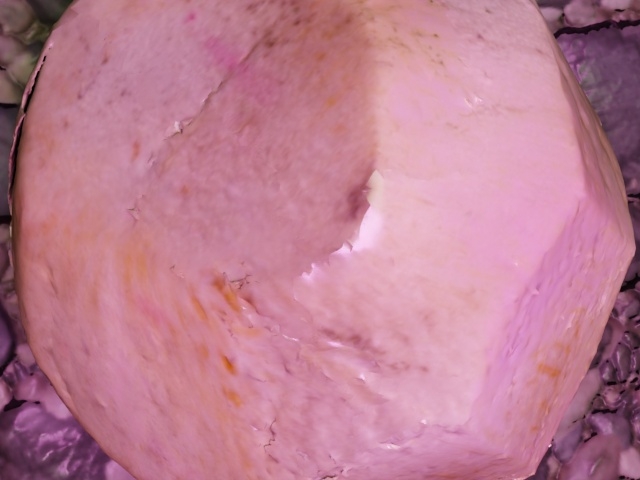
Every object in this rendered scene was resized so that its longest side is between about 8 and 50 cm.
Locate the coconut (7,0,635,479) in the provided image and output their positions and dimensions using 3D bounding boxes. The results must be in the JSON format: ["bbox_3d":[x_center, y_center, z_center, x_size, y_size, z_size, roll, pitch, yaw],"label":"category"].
[{"bbox_3d":[0.000,0.000,0.773,0.352,0.352,0.353,2,81,-13],"label":"coconut"}]
